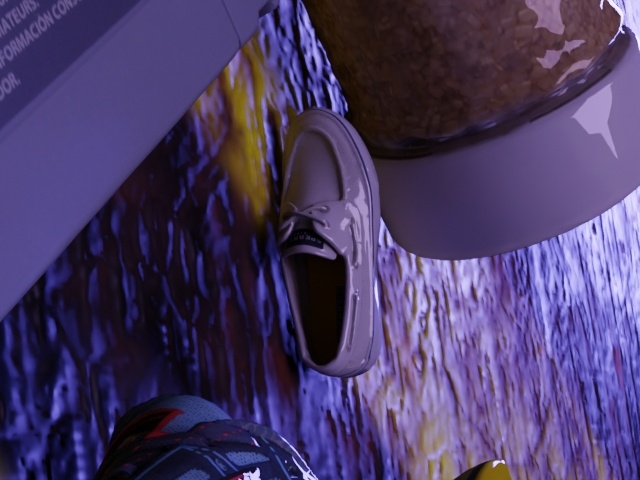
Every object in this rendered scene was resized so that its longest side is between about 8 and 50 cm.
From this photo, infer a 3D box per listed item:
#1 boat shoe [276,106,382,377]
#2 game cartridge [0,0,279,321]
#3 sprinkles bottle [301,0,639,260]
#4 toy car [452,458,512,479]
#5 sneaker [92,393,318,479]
[{"bbox_3d":[0.000,0.000,0.651,0.035,0.035,0.100,7,78,-65],"label":"boat shoe"},{"bbox_3d":[-0.107,-0.095,0.464,0.198,0.062,0.297,62,29,-18],"label":"game cartridge"},{"bbox_3d":[0.018,-0.170,0.666,0.355,0.121,0.121,66,28,-20],"label":"sprinkles bottle"},{"bbox_3d":[0.095,0.215,0.714,0.225,0.053,0.239,22,59,-59],"label":"toy car"},{"bbox_3d":[-0.048,0.100,0.469,0.262,0.104,0.125,32,32,-60],"label":"sneaker"}]
